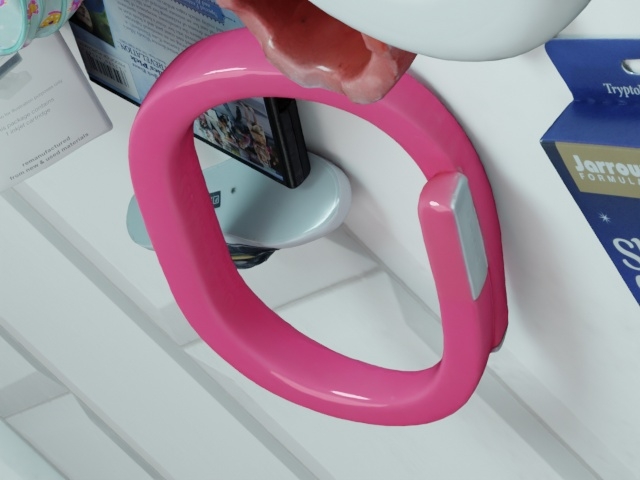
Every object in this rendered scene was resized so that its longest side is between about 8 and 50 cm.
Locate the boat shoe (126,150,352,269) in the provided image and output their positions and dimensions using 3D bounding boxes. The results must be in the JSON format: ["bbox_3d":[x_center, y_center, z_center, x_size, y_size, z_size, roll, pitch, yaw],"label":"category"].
[{"bbox_3d":[-0.036,-0.019,1.045,0.183,0.065,0.083,-4,167,40],"label":"boat shoe"}]

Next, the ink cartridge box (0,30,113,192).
[{"bbox_3d":[-0.233,-0.160,0.990,0.158,0.092,0.218,51,169,45],"label":"ink cartridge box"}]

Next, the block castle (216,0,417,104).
[{"bbox_3d":[-0.139,-0.253,0.548,0.453,0.213,0.303,30,156,27],"label":"block castle"}]

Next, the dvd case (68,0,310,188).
[{"bbox_3d":[-0.095,-0.149,0.914,0.180,0.022,0.253,29,152,28],"label":"dvd case"}]

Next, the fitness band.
[{"bbox_3d":[0.000,0.000,0.923,0.209,0.054,0.291,10,139,22],"label":"fitness band"}]

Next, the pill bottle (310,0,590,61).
[{"bbox_3d":[0.070,-0.154,0.370,0.121,0.221,0.121,35,158,16],"label":"pill bottle"}]

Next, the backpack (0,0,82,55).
[{"bbox_3d":[-0.173,-0.187,0.805,0.152,0.115,0.182,25,146,28],"label":"backpack"}]

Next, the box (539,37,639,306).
[{"bbox_3d":[0.188,0.003,0.731,0.136,0.036,0.225,10,142,53],"label":"box"}]
